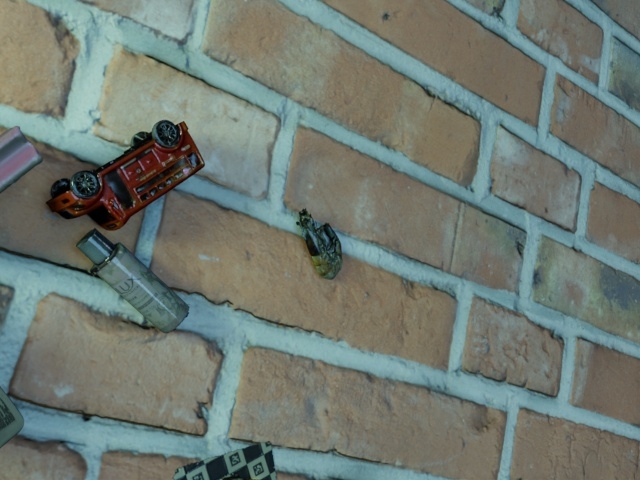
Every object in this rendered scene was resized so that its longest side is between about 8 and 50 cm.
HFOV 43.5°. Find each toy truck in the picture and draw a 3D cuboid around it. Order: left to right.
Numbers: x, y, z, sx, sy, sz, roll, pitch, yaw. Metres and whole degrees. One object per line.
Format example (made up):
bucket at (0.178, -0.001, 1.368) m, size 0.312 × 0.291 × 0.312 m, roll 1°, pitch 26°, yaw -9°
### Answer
toy truck at (-0.318, -0.100, 1.322) m, size 0.252 × 0.107 × 0.114 m, roll -41°, pitch 109°, yaw -33°

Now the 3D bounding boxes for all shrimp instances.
shrimp at (0.000, 0.000, 1.603) m, size 0.091 × 0.034 × 0.161 m, roll -46°, pitch 119°, yaw -43°

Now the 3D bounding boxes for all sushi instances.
sushi at (-0.151, 0.475, 1.434) m, size 0.210 × 0.040 × 0.193 m, roll -10°, pitch 91°, yaw -37°

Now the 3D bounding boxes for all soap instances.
soap at (-0.512, -0.078, 1.168) m, size 0.203 × 0.122 × 0.065 m, roll -49°, pitch 115°, yaw -30°

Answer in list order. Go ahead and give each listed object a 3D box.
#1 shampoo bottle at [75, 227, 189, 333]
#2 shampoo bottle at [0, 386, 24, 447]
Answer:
shampoo bottle at (-0.314, 0.066, 1.335) m, size 0.214 × 0.072 × 0.072 m, roll 47°, pitch 61°, yaw -24°
shampoo bottle at (-0.494, 0.272, 1.066) m, size 0.071 × 0.284 × 0.153 m, roll -29°, pitch 106°, yaw 6°
